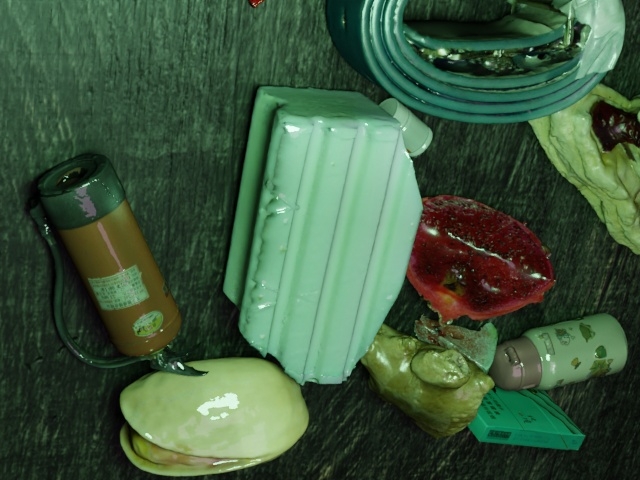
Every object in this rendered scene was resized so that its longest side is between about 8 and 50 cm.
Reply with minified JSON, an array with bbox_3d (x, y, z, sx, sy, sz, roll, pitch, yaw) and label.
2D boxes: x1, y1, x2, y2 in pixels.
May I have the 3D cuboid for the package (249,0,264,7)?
[{"bbox_3d":[-0.105,-0.420,1.593,0.083,0.022,0.200,-36,126,-4],"label":"package"}]

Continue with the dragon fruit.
[{"bbox_3d":[0.238,0.042,1.938,0.262,0.134,0.211,27,122,-4],"label":"dragon fruit"}]

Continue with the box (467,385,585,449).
[{"bbox_3d":[0.347,0.312,2.095,0.227,0.161,0.042,10,114,-28],"label":"box"}]

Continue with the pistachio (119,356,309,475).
[{"bbox_3d":[-0.166,0.281,1.827,0.299,0.187,0.187,-8,118,-18],"label":"pistachio"}]

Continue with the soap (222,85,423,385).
[{"bbox_3d":[0.000,0.000,1.777,0.262,0.156,0.446,-1,115,-25],"label":"soap"}]

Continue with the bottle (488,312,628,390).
[{"bbox_3d":[0.425,0.210,2.107,0.253,0.120,0.120,-10,119,-18],"label":"bottle"}]

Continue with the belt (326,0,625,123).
[{"bbox_3d":[0.235,-0.334,1.703,0.437,0.173,0.300,-2,113,-24],"label":"belt"}]

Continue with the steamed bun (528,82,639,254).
[{"bbox_3d":[0.546,-0.151,1.941,0.247,0.189,0.428,-47,124,-6],"label":"steamed bun"}]

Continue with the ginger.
[{"bbox_3d":[0.157,0.224,1.952,0.270,0.219,0.123,34,57,-17],"label":"ginger"}]

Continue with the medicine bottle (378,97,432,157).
[{"bbox_3d":[0.128,-0.176,1.805,0.089,0.057,0.057,36,97,-35],"label":"medicine bottle"}]

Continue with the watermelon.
[{"bbox_3d":[0.237,0.208,2.026,0.158,0.121,0.098,11,128,-25],"label":"watermelon"}]

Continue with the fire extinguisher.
[{"bbox_3d":[-0.313,0.060,1.704,0.113,0.200,0.376,-52,130,-44],"label":"fire extinguisher"}]
